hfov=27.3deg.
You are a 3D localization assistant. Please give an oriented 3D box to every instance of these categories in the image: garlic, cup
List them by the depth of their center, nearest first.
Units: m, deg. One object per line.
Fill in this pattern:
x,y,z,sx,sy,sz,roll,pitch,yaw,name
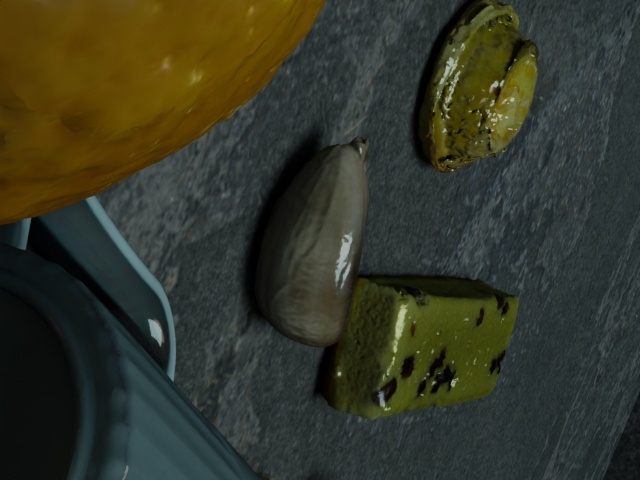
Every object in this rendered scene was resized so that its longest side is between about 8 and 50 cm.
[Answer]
-0.144,0.148,0.736,0.331,0.257,0.311,-57,151,-19,cup
-0.005,0.011,1.113,0.101,0.087,0.195,-43,144,-66,garlic

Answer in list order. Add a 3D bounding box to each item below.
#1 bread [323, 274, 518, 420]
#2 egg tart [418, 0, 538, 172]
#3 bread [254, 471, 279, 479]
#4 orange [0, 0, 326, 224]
0.117,0.112,1.430,0.361,0.077,0.138,4,104,-64,bread
0.168,-0.151,1.339,0.191,0.074,0.191,-45,148,-39,egg tart
-0.058,0.275,1.211,0.125,0.082,0.106,49,55,-51,bread
-0.128,-0.174,0.419,0.293,0.341,0.340,-36,140,-39,orange
